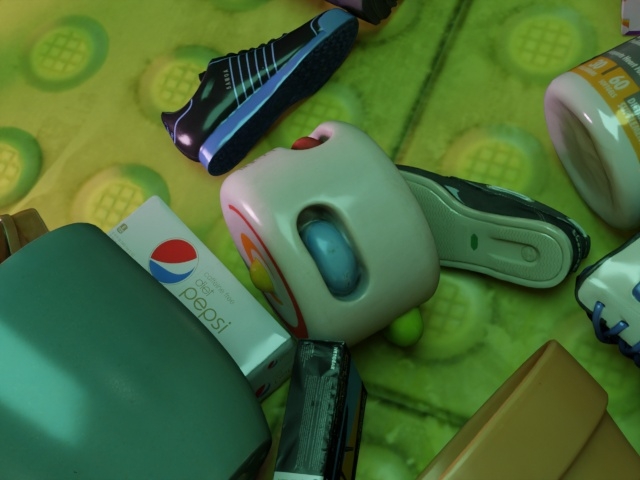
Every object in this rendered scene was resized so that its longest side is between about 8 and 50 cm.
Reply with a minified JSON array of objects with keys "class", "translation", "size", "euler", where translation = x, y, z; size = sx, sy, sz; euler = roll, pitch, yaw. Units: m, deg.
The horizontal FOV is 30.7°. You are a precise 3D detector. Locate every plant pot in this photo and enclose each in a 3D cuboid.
[{"class":"plant pot","translation":[-0.184,0.169,0.968],"size":[0.235,0.293,0.293],"euler":[35,74,10]},{"class":"plant pot","translation":[0.153,0.247,0.874],"size":[0.203,0.291,0.291],"euler":[42,77,8]}]

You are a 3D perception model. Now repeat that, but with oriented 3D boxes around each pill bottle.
[{"class":"pill bottle","translation":[0.362,-0.136,1.075],"size":[0.278,0.162,0.162],"euler":[-27,62,-3]}]

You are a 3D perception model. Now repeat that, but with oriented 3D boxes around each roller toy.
[{"class":"roller toy","translation":[0.000,0.000,1.052],"size":[0.146,0.191,0.209],"euler":[-30,53,-13]}]

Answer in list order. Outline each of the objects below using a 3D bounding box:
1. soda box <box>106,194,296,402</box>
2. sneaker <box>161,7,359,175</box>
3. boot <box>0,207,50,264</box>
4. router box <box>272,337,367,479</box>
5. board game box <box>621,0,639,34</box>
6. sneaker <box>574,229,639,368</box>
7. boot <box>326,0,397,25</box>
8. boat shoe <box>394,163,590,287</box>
[{"class":"soda box","translation":[-0.112,0.056,1.119],"size":[0.069,0.074,0.216],"euler":[-41,63,-10]},{"class":"sneaker","translation":[-0.065,-0.175,1.224],"size":[0.232,0.081,0.090],"euler":[-44,70,-12]},{"class":"boot","translation":[-0.310,0.074,1.142],"size":[0.073,0.197,0.152],"euler":[6,24,35]},{"class":"router box","translation":[-0.001,0.190,0.995],"size":[0.046,0.133,0.178],"euler":[4,65,13]},{"class":"board game box","translation":[0.383,-0.365,1.198],"size":[0.142,0.144,0.275],"euler":[1,63,12]},{"class":"sneaker","translation":[0.301,0.093,0.977],"size":[0.182,0.127,0.315],"euler":[3,80,20]},{"class":"boot","translation":[-0.041,-0.476,1.328],"size":[0.445,0.146,0.367],"euler":[29,69,22]},{"class":"boat shoe","translation":[0.144,-0.020,1.120],"size":[0.233,0.084,0.079],"euler":[21,31,27]}]
